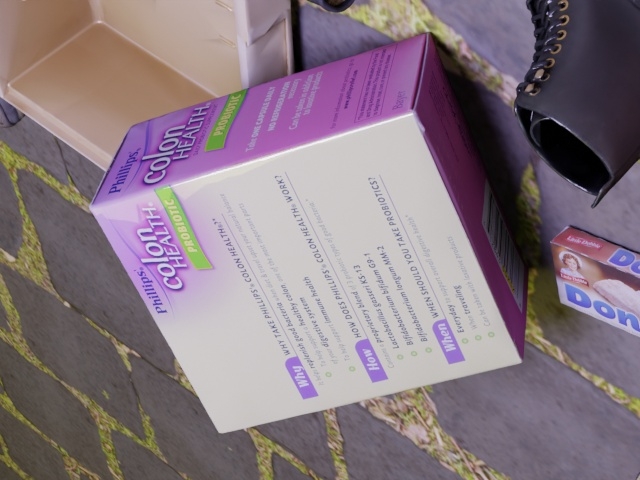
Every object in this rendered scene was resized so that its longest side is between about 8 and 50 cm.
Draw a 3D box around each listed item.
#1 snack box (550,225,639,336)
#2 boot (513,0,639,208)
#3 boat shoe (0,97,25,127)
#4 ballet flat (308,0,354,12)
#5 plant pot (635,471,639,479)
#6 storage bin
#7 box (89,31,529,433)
[{"bbox_3d":[0.237,0.047,1.026,0.178,0.022,0.064,25,146,38],"label":"snack box"},{"bbox_3d":[0.127,-0.123,0.836,0.198,0.137,0.077,41,152,14],"label":"boot"},{"bbox_3d":[-0.305,-0.253,1.311,0.132,0.130,0.355,35,157,25],"label":"boat shoe"},{"bbox_3d":[0.019,-0.205,0.964,0.074,0.074,0.203,44,159,7],"label":"ballet flat"},{"bbox_3d":[0.315,0.196,0.896,0.207,0.228,0.227,34,152,37],"label":"plant pot"},{"bbox_3d":[-0.149,-0.176,1.189,0.260,0.123,0.262,34,150,26],"label":"storage bin"},{"bbox_3d":[0.000,0.000,1.082,0.243,0.117,0.214,-16,120,19],"label":"box"}]
